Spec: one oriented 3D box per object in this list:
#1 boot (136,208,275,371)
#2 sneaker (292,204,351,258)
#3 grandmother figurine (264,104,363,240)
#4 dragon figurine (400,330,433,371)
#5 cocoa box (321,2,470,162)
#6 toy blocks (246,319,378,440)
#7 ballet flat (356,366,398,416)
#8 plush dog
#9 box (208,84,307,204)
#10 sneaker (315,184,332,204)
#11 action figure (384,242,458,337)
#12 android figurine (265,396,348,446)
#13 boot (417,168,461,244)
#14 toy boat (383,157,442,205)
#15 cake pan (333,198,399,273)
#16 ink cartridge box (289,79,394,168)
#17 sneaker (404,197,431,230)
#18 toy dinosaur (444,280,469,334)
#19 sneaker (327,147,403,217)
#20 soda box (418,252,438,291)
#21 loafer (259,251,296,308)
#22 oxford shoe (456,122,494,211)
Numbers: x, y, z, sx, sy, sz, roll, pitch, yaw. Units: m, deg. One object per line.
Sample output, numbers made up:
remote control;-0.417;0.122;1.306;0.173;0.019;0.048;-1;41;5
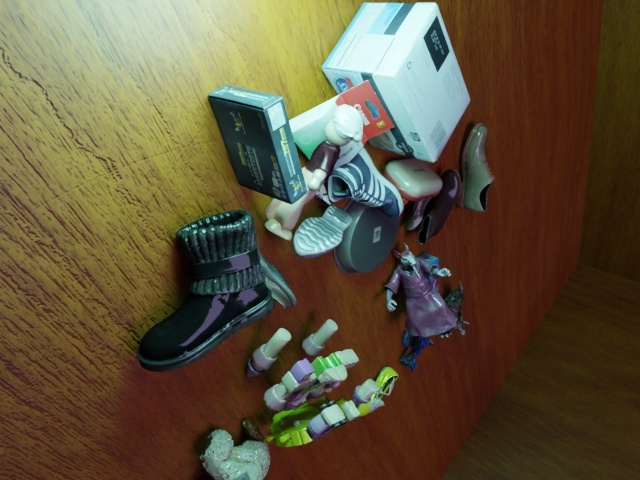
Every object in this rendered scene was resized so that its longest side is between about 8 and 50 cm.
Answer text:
boot;-0.274;0.100;1.129;0.348;0.131;0.260;-31;124;-27
sneaker;0.000;0.000;1.371;0.115;0.105;0.281;-56;170;28
grandmother figurine;-0.014;-0.164;1.219;0.104;0.208;0.342;29;105;-19
dragon figurine;0.394;0.402;2.100;0.144;0.085;0.289;-29;130;-38
cocoa box;0.210;-0.413;1.359;0.231;0.228;0.347;-59;141;-11
toy blocks;-0.040;0.428;1.454;0.288;0.309;0.260;2;134;-53
ballet flat;0.228;0.602;2.013;0.231;0.077;0.077;-52;140;-17
plush dog;-0.215;0.649;1.454;0.225;0.210;0.263;-30;133;-68
box;-0.132;-0.204;1.100;0.059;0.183;0.233;-40;135;-29
sneaker;0.004;-0.133;1.412;0.109;0.040;0.044;39;75;-52
action figure;0.369;0.167;1.871;0.276;0.248;0.370;-59;129;-68
android figurine;-0.043;0.543;1.548;0.272;0.248;0.056;-15;89;-44
boot;0.426;-0.120;1.841;0.207;0.090;0.249;-38;144;-55
toy boat;0.285;-0.173;1.668;0.231;0.151;0.151;-14;149;-44
cake pan;0.156;-0.024;1.634;0.293;0.054;0.293;-25;126;-41
ink cartridge box;0.055;-0.274;1.282;0.181;0.224;0.056;44;31;-49
sneaker;0.331;-0.129;1.794;0.071;0.066;0.188;35;77;-32
toy dinosaur;0.579;0.290;2.263;0.160;0.121;0.314;-40;131;-47
sneaker;0.123;-0.130;1.448;0.282;0.099;0.153;48;53;-28
soda box;0.417;0.157;2.015;0.067;0.071;0.210;-35;132;-34
loafer;-0.151;0.104;1.327;0.087;0.094;0.251;-37;129;2
oxford shoe;0.621;-0.278;1.988;0.123;0.130;0.348;-27;127;-39
